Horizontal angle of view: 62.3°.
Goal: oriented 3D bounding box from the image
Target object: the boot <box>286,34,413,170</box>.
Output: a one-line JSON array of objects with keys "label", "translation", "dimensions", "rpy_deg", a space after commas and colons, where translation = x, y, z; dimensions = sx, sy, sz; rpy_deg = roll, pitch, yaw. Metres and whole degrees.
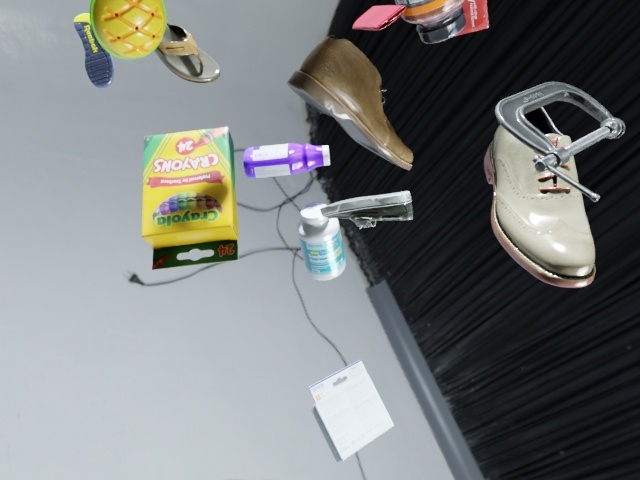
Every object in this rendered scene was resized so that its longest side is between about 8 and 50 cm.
[{"label": "boot", "translation": [0.086, -0.223, 0.904], "dimensions": [0.305, 0.115, 0.112], "rpy_deg": [33, 2, -43]}]

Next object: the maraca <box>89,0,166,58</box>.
[{"label": "maraca", "translation": [-0.325, -0.397, 0.895], "dimensions": [0.127, 0.185, 0.099], "rpy_deg": [-18, 49, -30]}]

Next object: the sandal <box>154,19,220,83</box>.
[{"label": "sandal", "translation": [-0.295, -0.406, 1.070], "dimensions": [0.219, 0.060, 0.090], "rpy_deg": [45, 56, -15]}]

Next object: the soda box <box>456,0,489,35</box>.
[{"label": "soda box", "translation": [0.195, -0.454, 0.808], "dimensions": [0.092, 0.263, 0.083], "rpy_deg": [-11, 34, 8]}]

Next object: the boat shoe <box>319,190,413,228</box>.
[{"label": "boat shoe", "translation": [0.099, -0.061, 1.184], "dimensions": [0.078, 0.220, 0.070], "rpy_deg": [-24, 106, -58]}]

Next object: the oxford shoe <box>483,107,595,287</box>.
[{"label": "oxford shoe", "translation": [0.320, -0.085, 0.782], "dimensions": [0.123, 0.130, 0.348], "rpy_deg": [-1, 45, -3]}]

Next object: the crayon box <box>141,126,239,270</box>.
[{"label": "crayon box", "translation": [-0.294, -0.100, 1.207], "dimensions": [0.203, 0.081, 0.318], "rpy_deg": [-8, 66, -1]}]

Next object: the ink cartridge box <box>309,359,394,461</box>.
[{"label": "ink cartridge box", "translation": [0.085, 0.497, 1.567], "dimensions": [0.223, 0.045, 0.223], "rpy_deg": [-16, 75, -38]}]

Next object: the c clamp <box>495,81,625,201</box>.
[{"label": "c clamp", "translation": [0.246, -0.107, 0.527], "dimensions": [0.161, 0.022, 0.137], "rpy_deg": [-32, 62, -32]}]

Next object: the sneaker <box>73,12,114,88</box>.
[{"label": "sneaker", "translation": [-0.433, -0.363, 1.031], "dimensions": [0.053, 0.059, 0.144], "rpy_deg": [-14, 89, -9]}]

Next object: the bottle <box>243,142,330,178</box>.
[{"label": "bottle", "translation": [-0.111, -0.270, 1.763], "dimensions": [0.283, 0.092, 0.118], "rpy_deg": [-5, 37, 3]}]

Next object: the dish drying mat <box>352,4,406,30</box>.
[{"label": "dish drying mat", "translation": [0.053, -0.206, 0.492], "dimensions": [0.008, 0.032, 0.083], "rpy_deg": [51, 4, -26]}]

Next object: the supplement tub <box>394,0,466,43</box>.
[{"label": "supplement tub", "translation": [0.144, -0.382, 0.740], "dimensions": [0.197, 0.106, 0.106], "rpy_deg": [58, 30, -37]}]

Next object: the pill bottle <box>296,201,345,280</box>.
[{"label": "pill bottle", "translation": [0.000, 0.000, 1.822], "dimensions": [0.146, 0.264, 0.146], "rpy_deg": [-8, 39, 6]}]
